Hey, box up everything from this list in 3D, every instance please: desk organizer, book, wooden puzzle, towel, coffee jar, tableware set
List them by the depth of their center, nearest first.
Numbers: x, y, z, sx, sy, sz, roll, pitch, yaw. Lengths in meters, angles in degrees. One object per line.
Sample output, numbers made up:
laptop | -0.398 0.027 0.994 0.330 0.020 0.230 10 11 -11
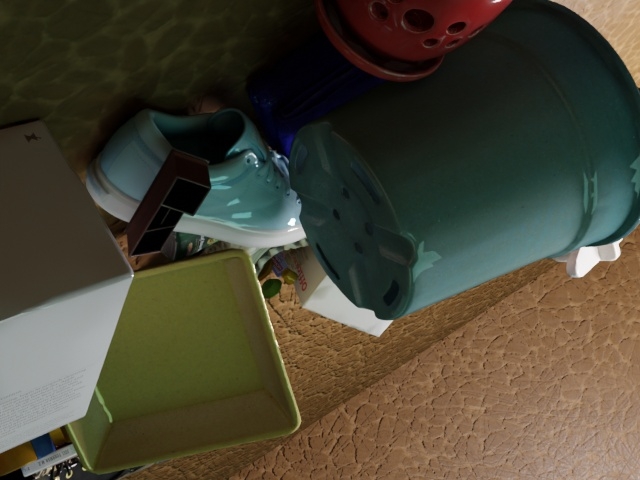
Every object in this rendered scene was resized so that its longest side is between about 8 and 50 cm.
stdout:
desk organizer | -0.172 -0.035 1.126 0.047 0.050 0.130 19 124 -27
towel | 0.060 -0.219 1.331 0.308 0.076 0.228 -34 160 -4
coffee jar | -0.143 -0.045 1.402 0.184 0.079 0.096 -26 159 -25
wooden puzzle | -0.447 0.307 1.595 0.347 0.081 0.322 -16 173 -40
tableware set | -0.073 0.027 1.602 0.104 0.154 0.024 -38 128 5
book | -0.431 0.357 1.697 0.144 0.035 0.096 -22 175 -12

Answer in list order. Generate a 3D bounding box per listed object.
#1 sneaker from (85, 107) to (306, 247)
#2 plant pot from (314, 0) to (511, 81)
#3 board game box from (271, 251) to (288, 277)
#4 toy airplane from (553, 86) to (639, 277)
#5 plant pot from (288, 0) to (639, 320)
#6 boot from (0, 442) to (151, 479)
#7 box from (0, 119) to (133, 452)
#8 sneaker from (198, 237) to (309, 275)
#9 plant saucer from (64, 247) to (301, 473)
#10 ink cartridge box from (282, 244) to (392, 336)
sneaker | -0.098 -0.086 1.242 0.365 0.135 0.150 0 143 -45
plant pot | 0.101 -0.282 1.085 0.191 0.191 0.174 -20 162 -37
board game box | 0.000 0.000 1.776 0.194 0.060 0.194 -34 161 1
toy airplane | 0.461 -0.126 1.926 0.386 0.272 0.385 30 82 -55
plant pot | 0.163 -0.084 1.233 0.334 0.341 0.341 -25 159 -23
boot | -0.447 0.392 1.865 0.377 0.138 0.284 -36 162 20
box | -0.356 0.070 1.111 0.168 0.215 0.345 -21 156 -34
sneaker | -0.122 0.002 1.542 0.292 0.110 0.118 -38 145 8
plant saucer | -0.222 0.162 1.427 0.332 0.081 0.333 -13 122 3
ink cartridge box | 0.078 0.001 1.607 0.168 0.171 0.233 24 117 -30
